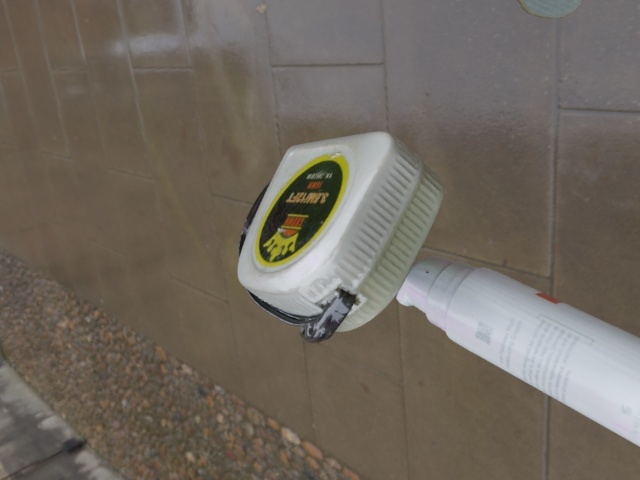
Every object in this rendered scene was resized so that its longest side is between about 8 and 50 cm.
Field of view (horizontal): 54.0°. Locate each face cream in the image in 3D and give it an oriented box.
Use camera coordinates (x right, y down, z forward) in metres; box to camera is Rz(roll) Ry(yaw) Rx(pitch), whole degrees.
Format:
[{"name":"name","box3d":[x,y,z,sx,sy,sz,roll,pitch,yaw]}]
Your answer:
[{"name":"face cream","box3d":[0.238,0.108,0.705,0.345,0.102,0.102,30,129,42]}]

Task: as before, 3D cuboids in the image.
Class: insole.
[{"name":"insole","box3d":[0.222,-0.272,0.659,0.064,0.188,0.004,-48,52,40]}]

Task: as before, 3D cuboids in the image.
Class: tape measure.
[{"name":"tape measure","box3d":[0.000,0.000,0.743,0.133,0.231,0.271,36,165,-31]}]
